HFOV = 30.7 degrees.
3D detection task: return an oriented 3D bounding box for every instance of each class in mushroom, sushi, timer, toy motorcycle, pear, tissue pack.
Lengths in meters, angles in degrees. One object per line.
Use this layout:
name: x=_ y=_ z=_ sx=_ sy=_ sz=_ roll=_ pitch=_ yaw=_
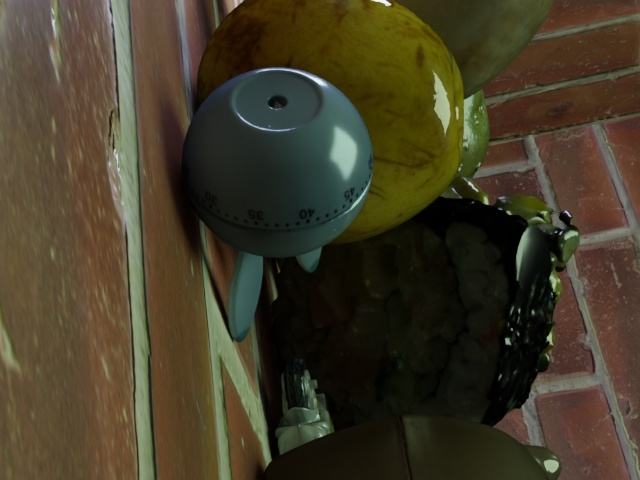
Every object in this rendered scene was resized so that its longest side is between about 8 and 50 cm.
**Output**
mushroom: x=0.122 y=-0.313 z=1.370 sx=0.290 sy=0.297 sz=0.297 roll=44 pitch=2 yaw=1
sushi: x=0.141 y=0.087 z=1.397 sx=0.285 sy=0.328 sz=0.328 roll=-4 pitch=95 yaw=-55
timer: x=-0.051 y=-0.044 z=1.009 sx=0.255 sy=0.175 sz=0.175 roll=128 pitch=-44 yaw=-59
toy motorcycle: x=-0.007 y=0.235 z=1.252 sx=0.151 sy=0.074 sz=0.228 roll=-95 pitch=175 yaw=-45
pear: x=0.013 y=-0.129 z=1.187 sx=0.281 sy=0.281 sz=0.280 roll=-11 pitch=90 yaw=-87
tissue pack: x=0.110 y=0.360 z=1.055 sx=0.267 sy=0.277 sz=0.387 roll=-83 pitch=161 yaw=-73

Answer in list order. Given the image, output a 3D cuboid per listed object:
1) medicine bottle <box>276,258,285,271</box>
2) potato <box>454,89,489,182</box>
medicine bottle: x=0.005 y=-0.077 z=1.556 sx=0.332 sy=0.190 sz=0.189 roll=75 pitch=4 yaw=-56
potato: x=0.079 y=-0.188 z=1.789 sx=0.219 sy=0.359 sz=0.269 roll=21 pitch=76 yaw=-59
